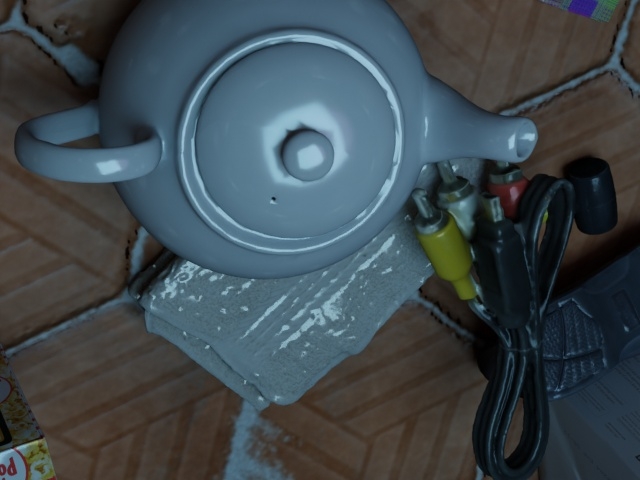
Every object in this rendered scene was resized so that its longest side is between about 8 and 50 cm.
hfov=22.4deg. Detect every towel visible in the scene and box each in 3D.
[{"bbox_3d":[0.000,0.000,1.281,0.282,0.049,0.187,-46,127,4],"label":"towel"},{"bbox_3d":[0.209,-0.210,1.286,0.083,0.009,0.060,13,110,-32],"label":"towel"}]

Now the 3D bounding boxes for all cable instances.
[{"bbox_3d":[0.150,0.055,1.313,0.139,0.072,0.287,-29,124,-29],"label":"cable"}]

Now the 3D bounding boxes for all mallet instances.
[{"bbox_3d":[0.166,-0.004,1.371,0.189,0.039,0.062,-28,123,-4],"label":"mallet"}]

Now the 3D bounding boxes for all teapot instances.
[{"bbox_3d":[-0.035,-0.077,1.107,0.256,0.187,0.252,-45,110,4],"label":"teapot"}]

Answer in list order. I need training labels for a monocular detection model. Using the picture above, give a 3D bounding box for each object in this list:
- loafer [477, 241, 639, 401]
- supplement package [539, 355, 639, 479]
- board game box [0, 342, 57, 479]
[{"bbox_3d":[0.274,0.055,1.436,0.302,0.095,0.109,-21,94,-19],"label":"loafer"},{"bbox_3d":[0.359,0.198,1.473,0.262,0.199,0.198,-18,124,-16],"label":"supplement package"},{"bbox_3d":[-0.302,0.150,1.158,0.193,0.147,0.045,-19,124,-15],"label":"board game box"}]
